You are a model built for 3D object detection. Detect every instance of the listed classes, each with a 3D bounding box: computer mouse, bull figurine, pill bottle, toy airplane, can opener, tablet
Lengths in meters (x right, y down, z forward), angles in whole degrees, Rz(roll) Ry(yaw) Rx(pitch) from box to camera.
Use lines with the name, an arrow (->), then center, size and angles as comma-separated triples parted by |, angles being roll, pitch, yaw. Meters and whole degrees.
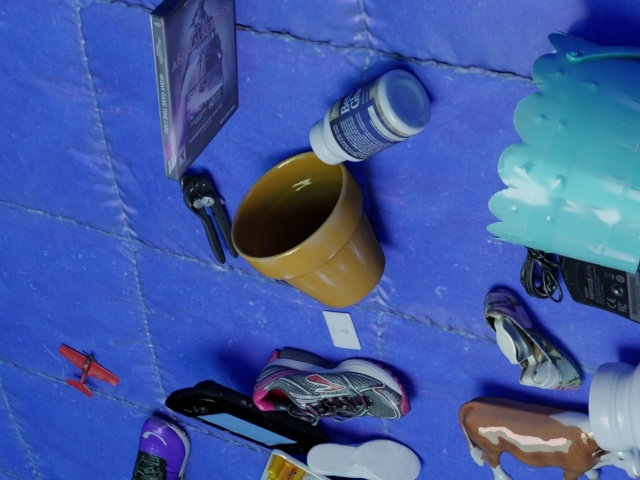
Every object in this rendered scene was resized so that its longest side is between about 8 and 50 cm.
computer mouse -> 0.407, 0.035, 1.575 | 0.272, 0.072, 0.188 | 22, 141, 33
bull figurine -> 0.378, 0.335, 1.842 | 0.310, 0.101, 0.188 | 14, 136, 22
pill bottle -> 0.064, -0.167, 1.586 | 0.169, 0.094, 0.094 | -24, 112, 44
toy airplane -> -0.510, 0.286, 2.437 | 0.151, 0.028, 0.151 | 17, 136, 18
pill bottle -> 0.537, 0.240, 1.603 | 0.279, 0.162, 0.162 | -4, 125, 35
can opener -> -0.181, -0.038, 1.909 | 0.059, 0.073, 0.186 | -25, 123, 2
tablet -> 0.037, 0.157, 1.972 | 0.054, 0.006, 0.083 | 4, 130, 30

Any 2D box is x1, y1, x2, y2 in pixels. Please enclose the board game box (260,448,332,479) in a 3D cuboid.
board game box -> 0.038, 0.598, 2.292 | 0.390, 0.050, 0.390 | 30, 150, 6

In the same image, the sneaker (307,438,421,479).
sneaker -> 0.083, 0.418, 2.131 | 0.212, 0.080, 0.094 | 5, 162, 4

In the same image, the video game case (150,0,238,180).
video game case -> -0.172, -0.246, 1.591 | 0.026, 0.196, 0.274 | 18, 136, 16

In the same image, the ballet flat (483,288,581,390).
ballet flat -> 0.319, 0.173, 1.746 | 0.077, 0.079, 0.221 | -24, 113, 44

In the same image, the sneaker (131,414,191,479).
sneaker -> -0.362, 0.509, 2.457 | 0.102, 0.146, 0.293 | 22, 137, 15

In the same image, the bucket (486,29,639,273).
bucket -> 0.329, -0.101, 1.349 | 0.183, 0.281, 0.281 | 20, 136, 15

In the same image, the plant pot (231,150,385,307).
plant pot -> 0.000, 0.000, 1.726 | 0.205, 0.205, 0.188 | -6, 140, 37

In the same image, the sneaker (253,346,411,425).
sneaker -> 0.021, 0.281, 2.020 | 0.299, 0.112, 0.120 | 4, 130, 30

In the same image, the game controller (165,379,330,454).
game controller -> -0.135, 0.346, 2.139 | 0.319, 0.067, 0.166 | 29, 144, -31
